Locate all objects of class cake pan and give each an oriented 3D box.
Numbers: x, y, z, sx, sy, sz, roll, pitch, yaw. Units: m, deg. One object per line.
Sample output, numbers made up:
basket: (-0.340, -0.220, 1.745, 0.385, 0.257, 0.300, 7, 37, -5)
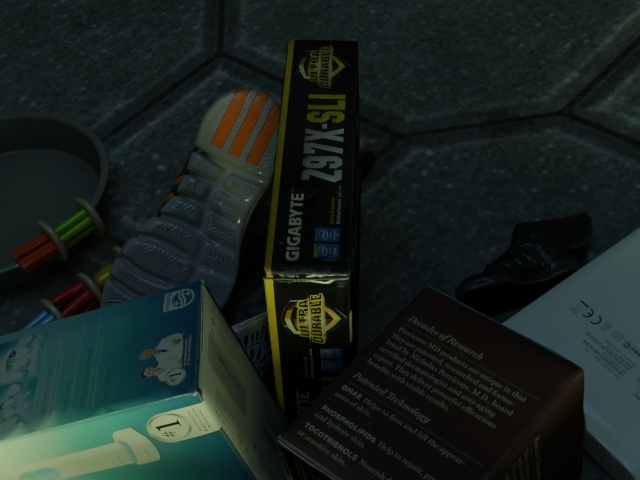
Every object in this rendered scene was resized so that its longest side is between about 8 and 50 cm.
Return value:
cake pan: (-0.396, -0.044, 1.328, 0.293, 0.054, 0.293, -6, 46, 6)

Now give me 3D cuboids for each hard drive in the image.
hard drive: (0.342, 0.082, 1.048, 0.307, 0.040, 0.203, -32, 54, -18)

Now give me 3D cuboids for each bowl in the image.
bowl: (-0.107, 0.140, 1.052, 0.170, 0.170, 0.080, -26, 90, -13)

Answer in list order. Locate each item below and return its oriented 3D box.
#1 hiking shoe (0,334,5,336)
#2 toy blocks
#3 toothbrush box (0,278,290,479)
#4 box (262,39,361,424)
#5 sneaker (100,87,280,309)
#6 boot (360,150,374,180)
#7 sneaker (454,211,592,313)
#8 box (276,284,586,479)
hiking shoe: (-0.419, 0.203, 1.060, 0.132, 0.113, 0.304, 3, 30, 29)
toy blocks: (-0.290, 0.040, 1.192, 0.148, 0.054, 0.123, -38, 93, -23)
toothbrush box: (-0.194, 0.181, 0.924, 0.295, 0.216, 0.126, -17, 41, 11)
box: (0.000, 0.000, 1.056, 0.079, 0.257, 0.322, 2, 47, 2)
sneaker: (-0.127, -0.011, 1.203, 0.124, 0.180, 0.321, 32, 88, -2)
boot: (-0.007, -0.095, 1.310, 0.106, 0.037, 0.114, -36, 45, -24)
sneaker: (0.215, 0.020, 1.141, 0.170, 0.051, 0.089, -11, 47, -6)
box: (0.100, 0.186, 0.921, 0.167, 0.168, 0.203, 28, 57, 33)
